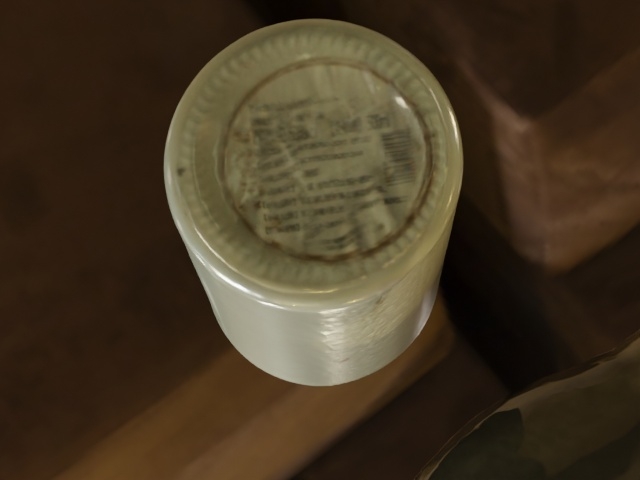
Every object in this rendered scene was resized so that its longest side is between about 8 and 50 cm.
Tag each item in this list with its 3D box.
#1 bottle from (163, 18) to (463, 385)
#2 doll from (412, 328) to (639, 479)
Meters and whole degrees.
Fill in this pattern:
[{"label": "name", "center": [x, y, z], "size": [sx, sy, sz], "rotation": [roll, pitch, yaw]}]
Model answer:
[{"label": "bottle", "center": [0.000, 0.000, 0.644], "size": [0.104, 0.104, 0.245], "rotation": [-35, 169, -7]}, {"label": "doll", "center": [0.221, 0.155, 0.741], "size": [0.382, 0.252, 0.378], "rotation": [-45, 155, -11]}]
